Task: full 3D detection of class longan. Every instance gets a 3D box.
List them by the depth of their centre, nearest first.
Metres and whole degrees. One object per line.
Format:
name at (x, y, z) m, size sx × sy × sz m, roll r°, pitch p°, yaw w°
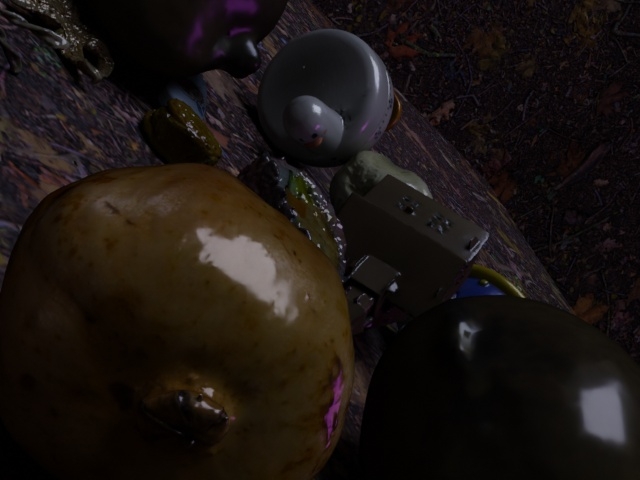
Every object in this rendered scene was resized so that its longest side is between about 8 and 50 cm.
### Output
longan at (0.183, 0.207, 0.902) m, size 0.319 × 0.319 × 0.319 m, roll 45°, pitch 16°, yaw -17°
longan at (-0.179, -0.340, 1.242) m, size 0.300 × 0.243 × 0.300 m, roll 8°, pitch 72°, yaw -27°

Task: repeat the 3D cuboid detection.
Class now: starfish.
starfish at (-0.303, -0.265, 1.118) m, size 0.150 × 0.053 × 0.210 m, roll 18°, pitch 37°, yaw -55°

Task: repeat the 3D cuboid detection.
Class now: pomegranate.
pomegranate at (-0.092, 0.067, 0.608) m, size 0.248 × 0.248 × 0.248 m, roll 45°, pitch 16°, yaw -17°

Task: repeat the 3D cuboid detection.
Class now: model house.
model house at (0.069, 0.066, 1.225) m, size 0.180 × 0.176 × 0.248 m, roll 33°, pitch 52°, yaw 20°

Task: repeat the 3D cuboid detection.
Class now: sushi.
sushi at (-0.028, 0.013, 1.127) m, size 0.161 × 0.107 × 0.241 m, roll 17°, pitch 42°, yaw -61°

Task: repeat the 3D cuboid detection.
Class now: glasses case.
glasses case at (-0.191, -0.208, 1.302) m, size 0.067 × 0.045 × 0.178 m, roll 41°, pitch 18°, yaw -24°

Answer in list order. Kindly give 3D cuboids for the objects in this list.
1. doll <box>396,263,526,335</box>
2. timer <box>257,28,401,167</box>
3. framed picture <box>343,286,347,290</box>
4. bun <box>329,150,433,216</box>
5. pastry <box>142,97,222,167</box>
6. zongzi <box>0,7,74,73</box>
doll at (0.184, 0.117, 1.415) m, size 0.311 × 0.160 × 0.242 m, roll 42°, pitch 54°, yaw 12°
timer at (0.000, -0.239, 1.565) m, size 0.233 × 0.233 × 0.240 m, roll 57°, pitch 14°, yaw 24°
framed picture at (0.000, 0.000, 1.409) m, size 0.252 × 0.014 × 0.197 m, roll 54°, pitch 16°, yaw 14°
bun at (0.097, -0.034, 1.522) m, size 0.229 × 0.145 × 0.229 m, roll 49°, pitch -29°, yaw 39°
pastry at (-0.168, -0.128, 1.160) m, size 0.109 × 0.057 × 0.097 m, roll 57°, pitch 15°, yaw 20°
zongzi at (-0.293, -0.473, 0.855) m, size 0.500 × 0.467 × 0.218 m, roll 53°, pitch 11°, yaw 8°
